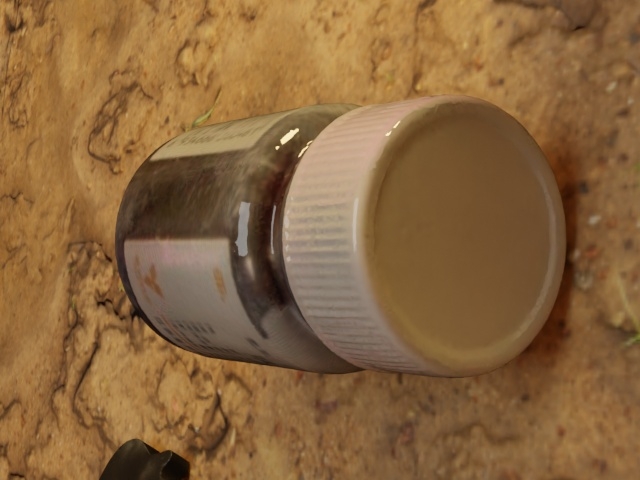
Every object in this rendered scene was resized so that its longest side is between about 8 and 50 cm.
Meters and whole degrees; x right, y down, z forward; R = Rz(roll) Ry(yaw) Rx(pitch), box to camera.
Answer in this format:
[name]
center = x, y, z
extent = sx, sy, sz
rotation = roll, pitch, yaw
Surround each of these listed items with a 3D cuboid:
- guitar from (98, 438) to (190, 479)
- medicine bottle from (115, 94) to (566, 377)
[guitar]
center = -0.117, 0.206, 0.932
extent = 0.233, 0.025, 0.088
rotation = -11, 48, 50
[medicine bottle]
center = 0.000, 0.000, 0.707
extent = 0.273, 0.165, 0.165
rotation = 1, 83, 55
